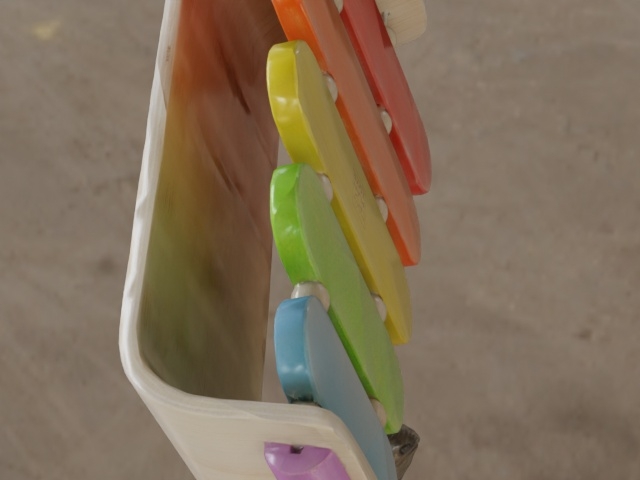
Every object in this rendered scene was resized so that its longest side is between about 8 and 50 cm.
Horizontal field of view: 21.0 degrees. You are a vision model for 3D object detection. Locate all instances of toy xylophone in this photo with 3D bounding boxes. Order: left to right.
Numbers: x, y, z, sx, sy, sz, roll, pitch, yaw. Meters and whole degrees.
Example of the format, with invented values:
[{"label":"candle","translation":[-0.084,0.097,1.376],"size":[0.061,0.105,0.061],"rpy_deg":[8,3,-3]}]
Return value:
[{"label":"toy xylophone","translation":[0.000,0.000,0.694],"size":[0.081,0.236,0.322],"rpy_deg":[-10,56,15]}]

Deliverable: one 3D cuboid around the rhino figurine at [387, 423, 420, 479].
[{"label":"rhino figurine","translation":[0.025,0.197,1.069],"size":[0.106,0.243,0.073],"rpy_deg":[-1,31,7]}]
